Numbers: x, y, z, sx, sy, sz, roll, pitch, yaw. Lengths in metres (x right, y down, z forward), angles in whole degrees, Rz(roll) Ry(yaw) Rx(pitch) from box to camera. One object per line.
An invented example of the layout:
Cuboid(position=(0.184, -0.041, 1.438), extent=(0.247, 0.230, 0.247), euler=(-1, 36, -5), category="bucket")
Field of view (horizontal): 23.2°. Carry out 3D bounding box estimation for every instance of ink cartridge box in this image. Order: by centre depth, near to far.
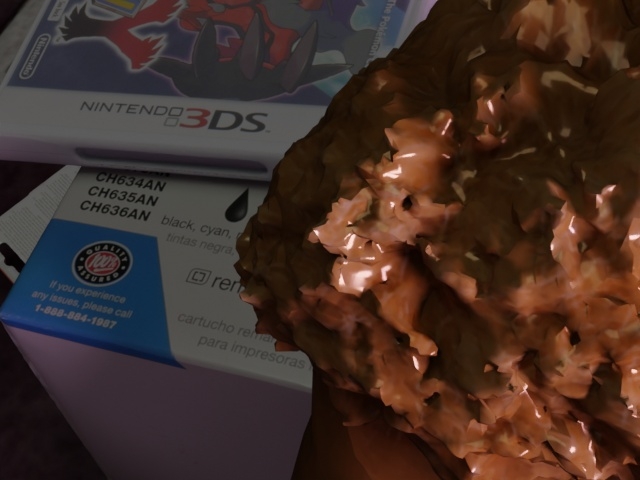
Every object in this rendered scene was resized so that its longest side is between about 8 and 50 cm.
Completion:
Cuboid(position=(0.000, 0.000, 0.721), extent=(0.171, 0.168, 0.233), euler=(11, 58, 22), category="ink cartridge box")
Cuboid(position=(-0.124, -0.013, 0.849), extent=(0.115, 0.029, 0.063), euler=(-39, 56, -13), category="ink cartridge box")

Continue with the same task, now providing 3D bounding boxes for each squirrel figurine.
Cuboid(position=(0.175, 0.089, 0.469), extent=(0.370, 0.397, 0.281), euler=(27, 66, 34), category="squirrel figurine")

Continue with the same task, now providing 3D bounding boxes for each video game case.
Cuboid(position=(-0.034, -0.112, 0.690), extent=(0.183, 0.023, 0.201), euler=(5, 55, 21), category="video game case")
